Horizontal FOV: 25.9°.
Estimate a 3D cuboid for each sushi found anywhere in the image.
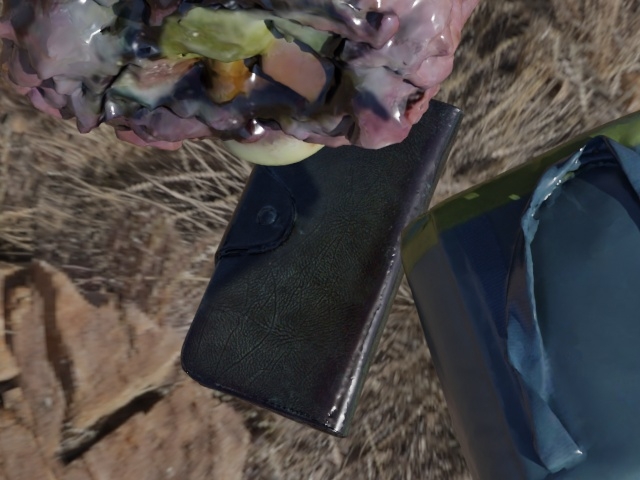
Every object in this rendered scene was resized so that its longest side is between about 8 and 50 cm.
[{"bbox_3d":[-0.039,-0.141,0.763,0.270,0.236,0.170,3,53,17],"label":"sushi"}]

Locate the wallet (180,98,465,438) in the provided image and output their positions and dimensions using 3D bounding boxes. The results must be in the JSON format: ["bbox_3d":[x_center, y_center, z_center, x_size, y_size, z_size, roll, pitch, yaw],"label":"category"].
[{"bbox_3d":[0.000,0.000,1.246,0.172,0.045,0.318,19,80,16],"label":"wallet"}]

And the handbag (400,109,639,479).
[{"bbox_3d":[0.203,0.071,0.825,0.263,0.222,0.241,-23,60,13],"label":"handbag"}]
